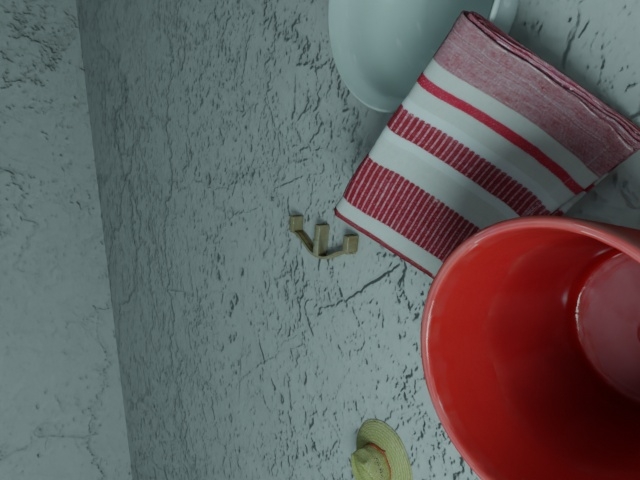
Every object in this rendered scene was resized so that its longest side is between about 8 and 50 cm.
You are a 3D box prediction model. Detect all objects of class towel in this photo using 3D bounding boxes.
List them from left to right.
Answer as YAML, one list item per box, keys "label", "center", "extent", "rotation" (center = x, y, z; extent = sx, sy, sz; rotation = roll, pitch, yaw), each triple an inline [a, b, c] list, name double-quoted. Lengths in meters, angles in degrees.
- label: "towel"
  center: [0.179, -0.076, 0.702]
  extent: [0.237, 0.037, 0.329]
  rotation: [34, 133, -1]

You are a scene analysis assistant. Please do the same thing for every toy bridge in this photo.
- label: "toy bridge"
  center: [0.000, 0.000, 1.068]
  extent: [0.188, 0.026, 0.063]
  rotation: [21, 112, 50]

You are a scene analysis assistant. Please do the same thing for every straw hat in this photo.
- label: "straw hat"
  center: [0.087, 0.386, 0.976]
  extent: [0.144, 0.061, 0.144]
  rotation: [11, 103, 51]

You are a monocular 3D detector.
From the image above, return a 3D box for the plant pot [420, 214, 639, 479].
- label: "plant pot"
  center: [0.278, 0.104, 0.546]
  extent: [0.275, 0.243, 0.275]
  rotation: [8, 100, 51]

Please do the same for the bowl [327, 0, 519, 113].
- label: "bowl"
  center: [0.150, -0.314, 0.747]
  extent: [0.298, 0.134, 0.298]
  rotation: [11, 104, 51]
